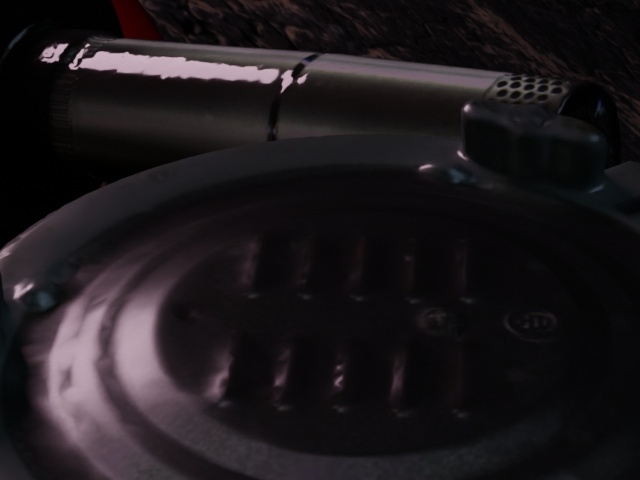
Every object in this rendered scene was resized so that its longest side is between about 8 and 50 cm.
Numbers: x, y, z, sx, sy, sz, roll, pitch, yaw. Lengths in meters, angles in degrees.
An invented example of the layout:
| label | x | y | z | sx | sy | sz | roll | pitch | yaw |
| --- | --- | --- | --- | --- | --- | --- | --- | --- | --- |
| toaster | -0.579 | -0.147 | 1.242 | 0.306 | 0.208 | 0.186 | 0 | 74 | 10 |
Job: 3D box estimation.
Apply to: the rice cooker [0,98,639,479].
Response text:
| label | x | y | z | sx | sy | sz | roll | pitch | yaw |
| --- | --- | --- | --- | --- | --- | --- | --- | --- | --- |
| rice cooker | 0.015 | 0.133 | 0.437 | 0.317 | 0.316 | 0.264 | 8 | 19 | -39 |

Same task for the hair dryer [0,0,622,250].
| label | x | y | z | sx | sy | sz | roll | pitch | yaw |
| --- | --- | --- | --- | --- | --- | --- | --- | --- | --- |
| hair dryer | -0.020 | 0.010 | 0.692 | 0.320 | 0.284 | 0.155 | 16 | 55 | 27 |

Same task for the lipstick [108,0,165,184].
| label | x | y | z | sx | sy | sz | roll | pitch | yaw |
| --- | --- | --- | --- | --- | --- | --- | --- | --- | --- |
| lipstick | -0.131 | -0.118 | 0.880 | 0.073 | 0.073 | 0.279 | 2 | 43 | -44 |
